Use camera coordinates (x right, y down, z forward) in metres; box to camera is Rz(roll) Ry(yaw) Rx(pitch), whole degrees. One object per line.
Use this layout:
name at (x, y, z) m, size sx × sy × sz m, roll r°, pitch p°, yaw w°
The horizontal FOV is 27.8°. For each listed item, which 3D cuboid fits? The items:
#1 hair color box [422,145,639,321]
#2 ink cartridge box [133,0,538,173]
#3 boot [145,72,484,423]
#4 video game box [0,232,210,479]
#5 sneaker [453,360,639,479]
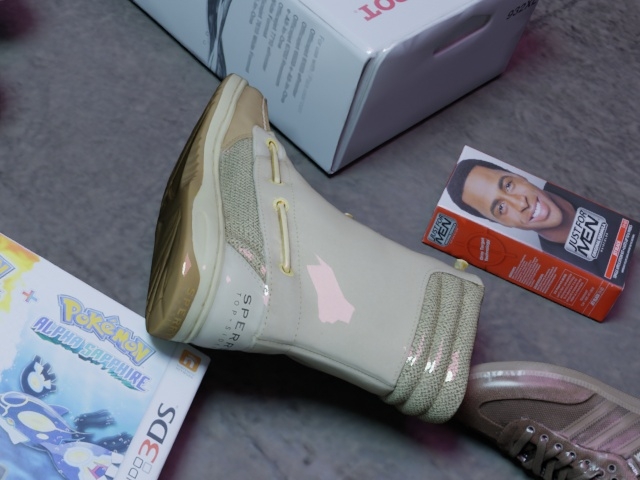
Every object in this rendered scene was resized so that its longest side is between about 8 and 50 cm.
hair color box at (0.152, -0.006, 0.928) m, size 0.141 × 0.043 × 0.072 m, roll 24°, pitch 49°, yaw 5°
ink cartridge box at (-0.010, -0.226, 1.009) m, size 0.307 × 0.129 × 0.223 m, roll 42°, pitch 52°, yaw 20°
boot at (0.000, 0.000, 0.845) m, size 0.203 × 0.095 × 0.262 m, roll 20°, pitch 30°, yaw -13°
video game box at (-0.181, 0.090, 0.707) m, size 0.205 × 0.048 × 0.187 m, roll 32°, pitch 42°, yaw -11°
sneaker at (0.167, 0.131, 0.800) m, size 0.188 × 0.066 × 0.071 m, roll 16°, pitch 49°, yaw -3°
